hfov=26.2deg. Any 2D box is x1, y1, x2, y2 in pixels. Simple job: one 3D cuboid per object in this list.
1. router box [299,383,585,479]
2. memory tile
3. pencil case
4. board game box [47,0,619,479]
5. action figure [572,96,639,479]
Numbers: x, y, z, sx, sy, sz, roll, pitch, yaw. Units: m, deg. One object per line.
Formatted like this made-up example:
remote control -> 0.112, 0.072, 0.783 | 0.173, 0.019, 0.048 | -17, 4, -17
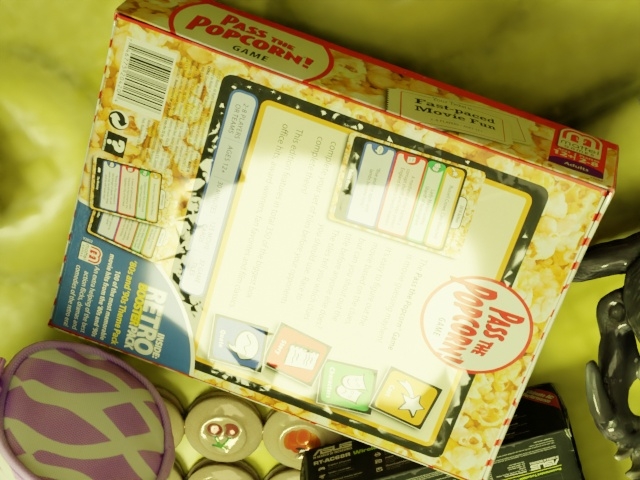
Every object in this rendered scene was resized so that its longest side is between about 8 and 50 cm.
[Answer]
router box -> 0.062, 0.125, 0.626 | 0.122, 0.038, 0.092 | -15, 117, 5
memory tile -> -0.064, 0.118, 0.654 | 0.148, 0.012, 0.113 | 5, 120, 1
pencil case -> -0.144, 0.126, 0.607 | 0.088, 0.086, 0.206 | 30, 128, -17
board game box -> 0.000, 0.000, 0.546 | 0.193, 0.045, 0.147 | 21, 120, 4
action figure -> 0.182, 0.079, 0.541 | 0.164, 0.141, 0.276 | -9, 81, 39
